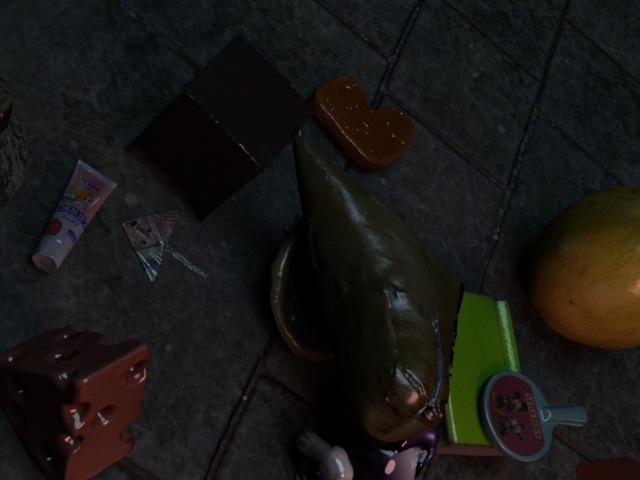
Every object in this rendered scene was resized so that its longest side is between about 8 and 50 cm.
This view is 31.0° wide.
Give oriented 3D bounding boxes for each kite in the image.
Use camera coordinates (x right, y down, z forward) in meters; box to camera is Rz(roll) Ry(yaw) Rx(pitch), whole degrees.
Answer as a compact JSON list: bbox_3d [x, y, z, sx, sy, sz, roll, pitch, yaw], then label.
[{"bbox_3d":[-0.232,0.008,1.743,0.152,0.005,0.137,30,53,-23],"label":"kite"}]

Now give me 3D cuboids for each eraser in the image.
[{"bbox_3d":[0.247,0.219,1.939,0.210,0.092,0.274,11,62,-37],"label":"eraser"}]

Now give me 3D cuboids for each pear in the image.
[{"bbox_3d":[0.536,0.048,2.111,0.314,0.314,0.314,18,57,-30],"label":"pear"}]

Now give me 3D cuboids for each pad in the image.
[{"bbox_3d":[0.549,0.523,2.066,0.181,0.004,0.267,2,66,-36],"label":"pad"}]

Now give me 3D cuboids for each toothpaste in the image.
[{"bbox_3d":[-0.355,-0.035,1.652,0.067,0.043,0.194,33,45,-15],"label":"toothpaste"}]

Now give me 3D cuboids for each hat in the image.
[{"bbox_3d":[-0.492,-0.171,1.560,0.265,0.128,0.265,20,52,-29],"label":"hat"}]

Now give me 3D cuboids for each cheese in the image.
[{"bbox_3d":[-0.304,0.220,1.484,0.128,0.203,0.177,-29,115,-45],"label":"cheese"}]

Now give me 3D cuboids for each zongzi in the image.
[{"bbox_3d":[0.054,0.073,1.671,0.393,0.174,0.356,51,28,-27],"label":"zongzi"}]

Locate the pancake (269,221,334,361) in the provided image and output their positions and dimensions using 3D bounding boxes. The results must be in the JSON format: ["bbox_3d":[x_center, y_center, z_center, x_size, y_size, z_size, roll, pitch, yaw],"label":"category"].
[{"bbox_3d":[0.004,0.080,1.817,0.212,0.029,0.235,-47,120,-29],"label":"pancake"}]

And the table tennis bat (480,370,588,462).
[{"bbox_3d":[0.355,0.292,1.917,0.244,0.040,0.153,6,66,-37],"label":"table tennis bat"}]

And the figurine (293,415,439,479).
[{"bbox_3d":[0.077,0.314,1.726,0.222,0.145,0.145,-13,75,-37],"label":"figurine"}]

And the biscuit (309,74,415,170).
[{"bbox_3d":[0.079,-0.221,2.081,0.192,0.036,0.186,49,45,-5],"label":"biscuit"}]

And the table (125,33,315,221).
[{"bbox_3d":[-0.154,-0.171,1.770,0.169,0.193,0.172,45,48,-9],"label":"table"}]

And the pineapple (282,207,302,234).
[{"bbox_3d":[0.000,0.000,1.882,0.116,0.069,0.137,43,47,-10],"label":"pineapple"}]
